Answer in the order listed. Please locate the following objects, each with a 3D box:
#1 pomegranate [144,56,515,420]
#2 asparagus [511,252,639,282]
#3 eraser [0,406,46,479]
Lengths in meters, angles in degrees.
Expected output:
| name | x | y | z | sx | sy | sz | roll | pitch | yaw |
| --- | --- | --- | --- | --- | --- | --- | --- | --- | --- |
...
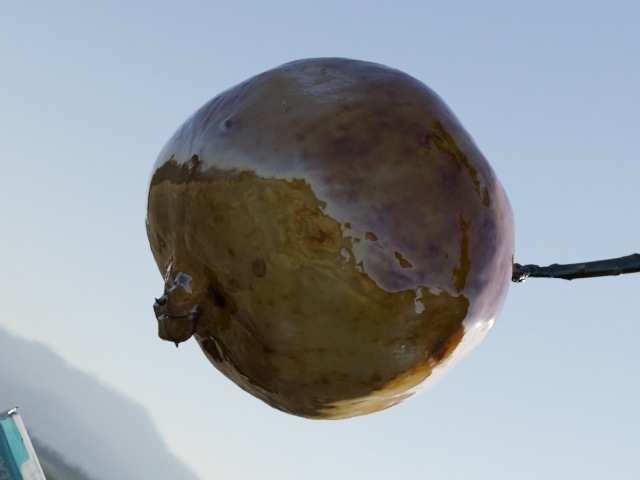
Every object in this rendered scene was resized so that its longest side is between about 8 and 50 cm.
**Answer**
| name | x | y | z | sx | sy | sz | roll | pitch | yaw |
| --- | --- | --- | --- | --- | --- | --- | --- | --- | --- |
| pomegranate | 0.000 | 0.000 | 0.947 | 0.248 | 0.248 | 0.248 | 32 | -11 | 7 |
| asparagus | 0.201 | 0.021 | 1.136 | 0.127 | 0.018 | 0.015 | -5 | 16 | -12 |
| eraser | -0.241 | 0.252 | 1.164 | 0.052 | 0.095 | 0.225 | -20 | 88 | -81 |
